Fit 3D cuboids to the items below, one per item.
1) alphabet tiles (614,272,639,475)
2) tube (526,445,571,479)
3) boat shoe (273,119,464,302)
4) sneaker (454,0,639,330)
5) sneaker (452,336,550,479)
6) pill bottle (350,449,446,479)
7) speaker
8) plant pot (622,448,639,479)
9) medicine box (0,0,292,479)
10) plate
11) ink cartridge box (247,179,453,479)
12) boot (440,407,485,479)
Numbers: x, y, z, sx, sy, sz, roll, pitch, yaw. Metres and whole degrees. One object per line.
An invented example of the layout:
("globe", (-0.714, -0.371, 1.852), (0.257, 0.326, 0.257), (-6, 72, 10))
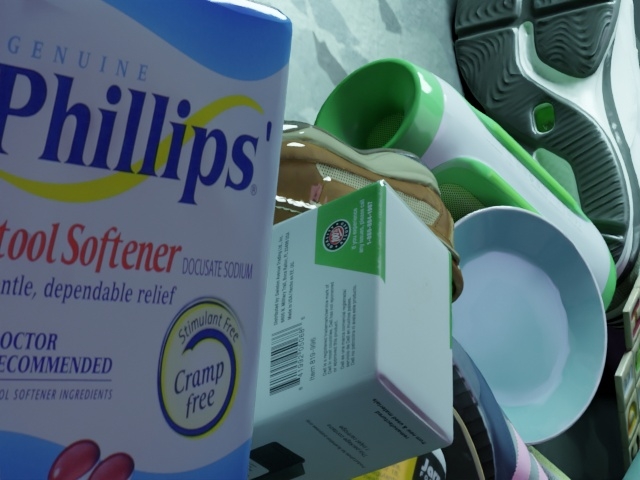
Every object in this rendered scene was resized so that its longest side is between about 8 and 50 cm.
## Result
("alphabet tiles", (0.303, 0.131, 1.799), (0.198, 0.009, 0.237), (-54, 142, -50))
("tube", (0.107, 0.149, 1.541), (0.240, 0.062, 0.070), (42, -8, -28))
("boat shoe", (0.000, 0.000, 1.362), (0.324, 0.122, 0.120), (0, 54, -52))
("sneaker", (0.260, -0.116, 1.931), (0.257, 0.169, 0.447), (37, 46, -55))
("sneaker", (0.126, 0.192, 1.479), (0.131, 0.112, 0.319), (-41, 112, -57))
("pill bottle", (0.014, 0.176, 1.247), (0.119, 0.119, 0.208), (41, 50, -37))
("speaker", (0.123, -0.025, 1.621), (0.296, 0.131, 0.131), (39, 38, -39))
("plant pot", (0.403, 0.226, 1.663), (0.334, 0.341, 0.341), (-39, 103, -50))
("medicine box", (-0.156, 0.003, 1.001), (0.263, 0.149, 0.289), (6, 90, -58))
("plate", (0.146, 0.067, 1.543), (0.188, 0.024, 0.188), (7, 77, -33))
("ink cartridge box", (-0.028, 0.076, 1.206), (0.087, 0.208, 0.153), (44, 36, -39))
("boot", (0.094, 0.253, 1.388), (0.115, 0.112, 0.305), (-1, 79, -64))
